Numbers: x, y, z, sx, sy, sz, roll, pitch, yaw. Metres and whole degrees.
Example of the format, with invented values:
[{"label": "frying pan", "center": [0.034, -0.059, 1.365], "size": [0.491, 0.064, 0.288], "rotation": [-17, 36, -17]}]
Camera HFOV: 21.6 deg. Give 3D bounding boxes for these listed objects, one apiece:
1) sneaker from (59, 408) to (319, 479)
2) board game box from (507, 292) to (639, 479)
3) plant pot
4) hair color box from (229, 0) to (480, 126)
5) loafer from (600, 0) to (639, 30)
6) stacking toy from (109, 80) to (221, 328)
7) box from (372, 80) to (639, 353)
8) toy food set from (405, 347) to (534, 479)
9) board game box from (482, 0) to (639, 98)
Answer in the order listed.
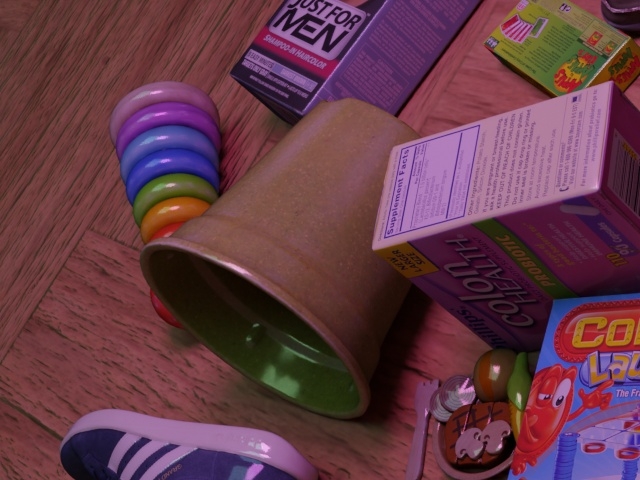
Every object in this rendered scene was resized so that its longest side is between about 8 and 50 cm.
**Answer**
[{"label": "sneaker", "center": [-0.168, 0.271, 1.748], "size": [0.350, 0.131, 0.148], "rotation": [-4, 53, 44]}, {"label": "board game box", "center": [0.301, 0.189, 1.368], "size": [0.308, 0.086, 0.301], "rotation": [-7, 55, 43]}, {"label": "plant pot", "center": [0.000, 0.000, 1.721], "size": [0.276, 0.276, 0.254], "rotation": [10, 57, 49]}, {"label": "hair color box", "center": [0.078, -0.292, 1.972], "size": [0.374, 0.114, 0.185], "rotation": [-53, 37, -3]}, {"label": "loafer", "center": [0.374, -0.307, 1.679], "size": [0.251, 0.087, 0.094], "rotation": [-37, 48, 26]}, {"label": "stacking toy", "center": [-0.173, -0.036, 2.015], "size": [0.141, 0.141, 0.330], "rotation": [-33, 45, 22]}, {"label": "box", "center": [0.211, -0.011, 1.520], "size": [0.243, 0.213, 0.117], "rotation": [-14, 50, 38]}, {"label": "toy food set", "center": [0.152, 0.164, 1.583], "size": [0.192, 0.038, 0.132], "rotation": [-16, 50, 38]}, {"label": "board game box", "center": [0.257, -0.199, 1.768], "size": [0.092, 0.043, 0.181], "rotation": [-49, 37, 4]}]
